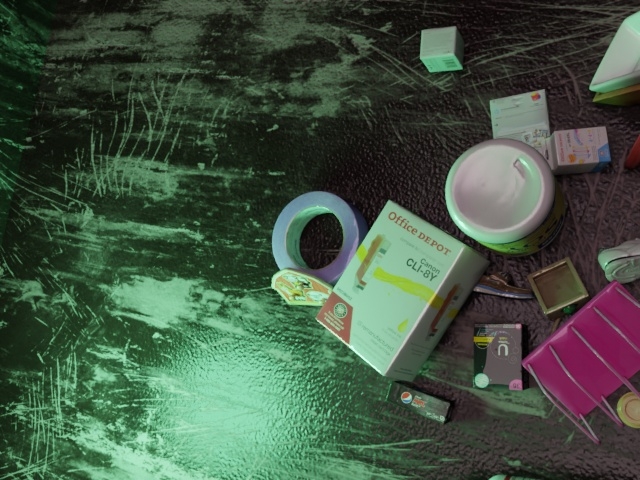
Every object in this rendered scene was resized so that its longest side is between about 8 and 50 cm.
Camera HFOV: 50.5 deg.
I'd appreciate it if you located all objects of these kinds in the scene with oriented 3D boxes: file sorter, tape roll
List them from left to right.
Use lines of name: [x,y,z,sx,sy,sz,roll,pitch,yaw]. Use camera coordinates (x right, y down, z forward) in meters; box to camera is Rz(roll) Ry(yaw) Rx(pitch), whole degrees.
tape roll: [0.000,0.000,1.960,0.275,0.090,0.275,-4,79,24]
file sorter: [0.644,0.278,1.513,0.202,0.182,0.291,43,102,-7]

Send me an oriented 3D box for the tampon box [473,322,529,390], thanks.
tampon box: [0.450,0.288,1.688,0.120,0.101,0.161,-3,80,26]

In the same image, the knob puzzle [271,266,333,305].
knob puzzle: [-0.055,0.138,1.903,0.213,0.213,0.030,1,56,26]

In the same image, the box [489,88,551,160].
box: [0.530,-0.292,1.788,0.145,0.038,0.186,-8,79,23]

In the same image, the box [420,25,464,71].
box: [0.339,-0.530,1.885,0.102,0.101,0.087,2,81,26]

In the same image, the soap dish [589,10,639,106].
soap dish: [0.773,-0.431,1.575,0.118,0.291,0.229,26,92,-7]

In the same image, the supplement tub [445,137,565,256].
supplement tub: [0.453,-0.089,1.625,0.241,0.331,0.241,-5,79,25]

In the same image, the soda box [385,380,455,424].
soda box: [0.261,0.423,1.782,0.169,0.053,0.060,17,88,26]

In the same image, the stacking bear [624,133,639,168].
stacking bear: [0.878,-0.191,1.546,0.289,0.164,0.175,32,94,21]

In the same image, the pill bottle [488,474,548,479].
pill bottle: [0.495,0.659,1.532,0.407,0.229,0.229,-2,80,25]

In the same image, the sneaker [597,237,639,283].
sneaker: [0.777,0.029,1.592,0.235,0.090,0.095,-9,34,9]

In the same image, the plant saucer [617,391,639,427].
plant saucer: [0.737,0.395,1.583,0.083,0.013,0.083,-5,78,25]

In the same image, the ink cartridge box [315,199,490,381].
ink cartridge box: [0.210,0.127,1.774,0.279,0.160,0.385,36,97,39]

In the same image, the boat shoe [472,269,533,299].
boat shoe: [0.455,0.110,1.737,0.183,0.066,0.066,9,84,26]

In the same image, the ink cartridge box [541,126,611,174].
ink cartridge box: [0.626,-0.219,1.678,0.143,0.090,0.092,-5,79,4]

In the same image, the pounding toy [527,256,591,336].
pounding toy: [0.587,0.141,1.665,0.130,0.100,0.141,-28,60,18]
